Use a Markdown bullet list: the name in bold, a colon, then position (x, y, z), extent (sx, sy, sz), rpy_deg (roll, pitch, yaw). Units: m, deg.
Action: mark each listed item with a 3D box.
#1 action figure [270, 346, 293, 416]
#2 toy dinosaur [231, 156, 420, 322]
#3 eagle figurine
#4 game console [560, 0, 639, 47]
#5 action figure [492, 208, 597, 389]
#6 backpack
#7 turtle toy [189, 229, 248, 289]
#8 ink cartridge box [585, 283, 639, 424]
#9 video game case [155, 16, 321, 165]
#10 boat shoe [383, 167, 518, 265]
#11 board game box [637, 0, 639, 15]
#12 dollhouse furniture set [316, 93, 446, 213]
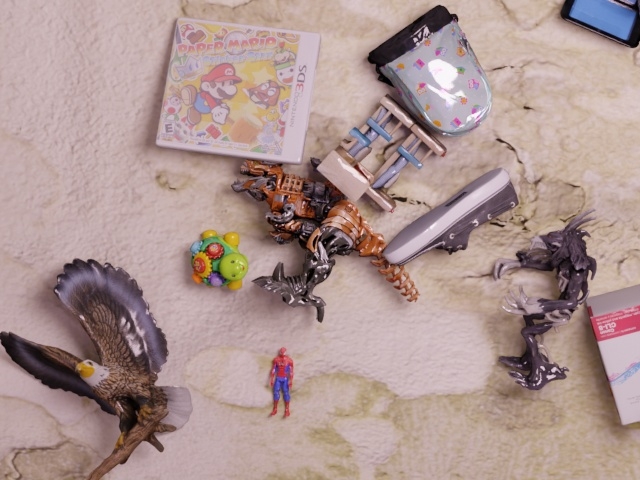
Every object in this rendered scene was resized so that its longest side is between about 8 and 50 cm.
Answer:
- **action figure**: position (-0.062, 0.229, 1.853), extent (0.038, 0.030, 0.115), rpy_deg (5, 99, 13)
- **toy dinosaur**: position (0.000, 0.000, 1.746), extent (0.322, 0.164, 0.218), rpy_deg (31, 87, 23)
- **eagle figurine**: position (-0.352, 0.204, 1.834), extent (0.226, 0.225, 0.298), rpy_deg (-25, 60, -26)
- **game console**: position (0.424, -0.355, 1.644), extent (0.122, 0.071, 0.107), rpy_deg (24, 120, 3)
- **action figure**: position (0.329, 0.079, 1.702), extent (0.141, 0.164, 0.275), rpy_deg (11, 107, 1)
- **backpack**: position (0.173, -0.238, 1.685), extent (0.152, 0.115, 0.182), rpy_deg (-33, 97, 10)
- **turtle toy**: position (-0.159, 0.035, 1.791), extent (0.130, 0.066, 0.095), rpy_deg (5, 103, 41)
- **ink cartridge box**: position (0.484, 0.166, 1.707), extent (0.127, 0.128, 0.176), rpy_deg (-17, 97, 11)
- **video game case**: position (-0.125, -0.229, 1.743), extent (0.227, 0.026, 0.206), rpy_deg (8, 82, 7)
- **boat shoe**: position (0.203, -0.019, 1.724), extent (0.228, 0.080, 0.076), rpy_deg (-36, 103, -12)
- **board game box**: position (0.490, -0.463, 1.558), extent (0.144, 0.142, 0.275), rpy_deg (-9, 89, 10)
- **dollhouse furniture set**: position (0.096, -0.121, 1.682), extent (0.129, 0.183, 0.129), rpy_deg (42, 103, -1)
